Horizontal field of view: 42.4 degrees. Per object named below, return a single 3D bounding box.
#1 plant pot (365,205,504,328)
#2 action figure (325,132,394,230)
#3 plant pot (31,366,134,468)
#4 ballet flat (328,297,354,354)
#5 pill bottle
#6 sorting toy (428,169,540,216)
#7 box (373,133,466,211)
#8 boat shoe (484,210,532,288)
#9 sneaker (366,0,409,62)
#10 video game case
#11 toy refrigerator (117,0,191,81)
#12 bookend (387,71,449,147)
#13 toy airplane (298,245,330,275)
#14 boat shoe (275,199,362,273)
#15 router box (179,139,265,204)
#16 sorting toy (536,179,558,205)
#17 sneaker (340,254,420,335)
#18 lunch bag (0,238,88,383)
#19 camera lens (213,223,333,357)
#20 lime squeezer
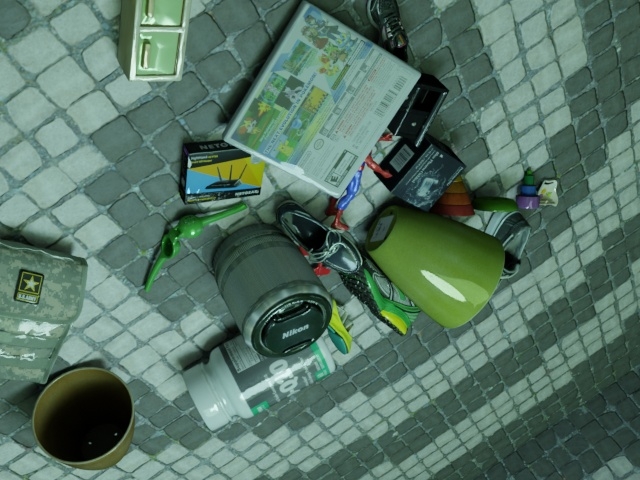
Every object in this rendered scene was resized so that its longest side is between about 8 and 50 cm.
[{"bbox_3d":[0.270,0.041,2.122,0.294,0.274,0.274,30,111,-20],"label":"plant pot"},{"bbox_3d":[0.111,-0.157,1.954,0.139,0.091,0.280,-1,130,-21],"label":"action figure"},{"bbox_3d":[-0.556,0.471,2.035,0.237,0.237,0.254,-22,151,-13],"label":"plant pot"},{"bbox_3d":[0.052,0.238,2.302,0.077,0.077,0.231,-45,138,-13],"label":"ballet flat"},{"bbox_3d":[-0.161,0.335,2.153,0.361,0.204,0.204,-28,138,-7],"label":"pill bottle"},{"bbox_3d":[0.448,-0.140,2.200,0.366,0.127,0.126,-6,102,-31],"label":"sorting toy"},{"bbox_3d":[0.245,-0.175,2.021,0.158,0.093,0.156,22,114,-45],"label":"box"},{"bbox_3d":[0.518,0.056,2.387,0.121,0.119,0.335,-15,137,-22],"label":"boat shoe"},{"bbox_3d":[0.154,-0.441,1.726,0.072,0.077,0.178,-32,138,-4],"label":"sneaker"},{"bbox_3d":[0.003,-0.285,1.727,0.300,0.036,0.329,26,109,-26],"label":"video game case"},{"bbox_3d":[-0.289,-0.418,1.454,0.102,0.094,0.269,-7,132,-28],"label":"toy refrigerator"},{"bbox_3d":[0.184,-0.305,1.875,0.157,0.072,0.156,5,126,-35],"label":"bookend"},{"bbox_3d":[0.000,0.041,2.113,0.151,0.028,0.151,-19,136,-19],"label":"toy airplane"},{"bbox_3d":[0.000,0.000,1.957,0.095,0.079,0.254,-43,108,10],"label":"boat shoe"},{"bbox_3d":[-0.212,-0.152,1.785,0.179,0.046,0.133,-10,132,-25],"label":"router box"},{"bbox_3d":[0.642,-0.138,2.348,0.083,0.045,0.075,-1,121,-31],"label":"sorting toy"},{"bbox_3d":[0.173,0.125,2.250,0.146,0.134,0.343,-52,139,-7],"label":"sneaker"},{"bbox_3d":[-0.636,0.135,1.698,0.235,0.169,0.287,16,111,-37],"label":"lunch bag"},{"bbox_3d":[-0.113,0.119,1.928,0.220,0.274,0.219,-18,136,-18],"label":"camera lens"},{"bbox_3d":[-0.312,-0.002,1.869,0.310,0.059,0.110,-41,168,5],"label":"lime squeezer"}]
